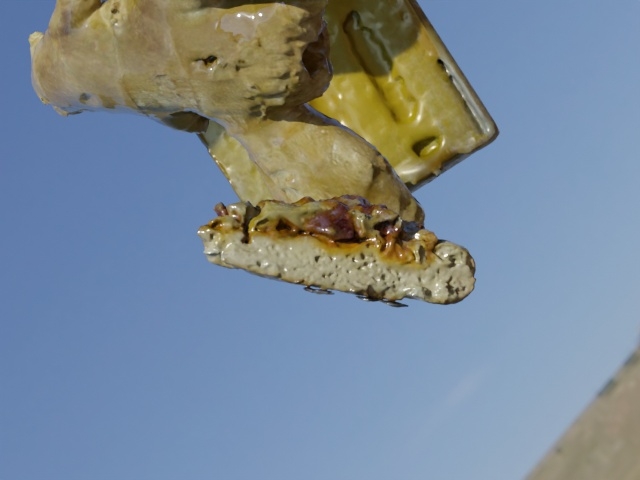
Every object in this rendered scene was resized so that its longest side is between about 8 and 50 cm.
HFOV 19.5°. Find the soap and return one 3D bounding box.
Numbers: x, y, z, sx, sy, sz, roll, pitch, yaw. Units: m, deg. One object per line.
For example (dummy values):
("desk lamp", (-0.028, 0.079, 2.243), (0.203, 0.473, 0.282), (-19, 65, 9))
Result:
("soap", (0.000, -0.152, 1.873), (0.259, 0.281, 0.143), (-32, -4, 3))

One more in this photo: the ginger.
("ginger", (-0.085, -0.163, 1.382), (0.363, 0.348, 0.122), (85, -155, -48))

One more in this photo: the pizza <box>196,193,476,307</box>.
("pizza", (0.001, -0.001, 1.310), (0.194, 0.154, 0.069), (11, -86, -32))
